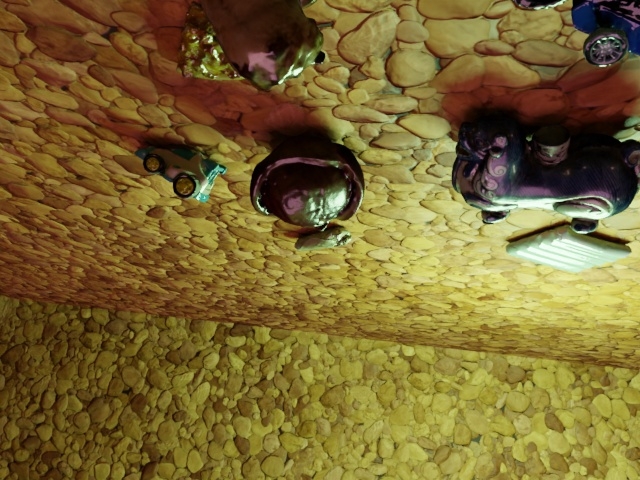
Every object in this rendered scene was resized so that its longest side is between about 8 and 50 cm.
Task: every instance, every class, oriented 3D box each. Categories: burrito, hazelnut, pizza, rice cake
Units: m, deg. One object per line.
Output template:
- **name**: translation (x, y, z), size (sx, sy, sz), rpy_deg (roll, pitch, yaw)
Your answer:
- **burrito**: translation (-0.001, 0.002, 1.447), size (0.058, 0.045, 0.188), rpy_deg (33, 151, -34)
- **hazelnut**: translation (-0.020, -0.104, 1.019), size (0.202, 0.160, 0.170), rpy_deg (6, 158, 23)
- **pizza**: translation (-0.151, -0.268, 0.797), size (0.175, 0.046, 0.134), rpy_deg (-5, 156, 33)
- **rice cake**: translation (0.565, 0.022, 1.293), size (0.198, 0.037, 0.189), rpy_deg (17, 158, -22)

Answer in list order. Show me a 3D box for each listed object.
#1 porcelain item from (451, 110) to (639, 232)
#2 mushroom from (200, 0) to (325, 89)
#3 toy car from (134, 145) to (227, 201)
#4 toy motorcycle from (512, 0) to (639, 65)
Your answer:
- **porcelain item**: translation (0.356, -0.121, 0.900), size (0.288, 0.138, 0.186), rpy_deg (6, 142, 19)
- **mushroom**: translation (-0.039, -0.303, 0.478), size (0.268, 0.254, 0.267), rpy_deg (-5, 136, -4)
- **toy car**: translation (-0.275, -0.152, 1.129), size (0.161, 0.098, 0.126), rpy_deg (38, -178, 1)
- **toy motorcycle**: translation (0.332, -0.262, 0.551), size (0.316, 0.113, 0.169), rpy_deg (20, 147, -7)
